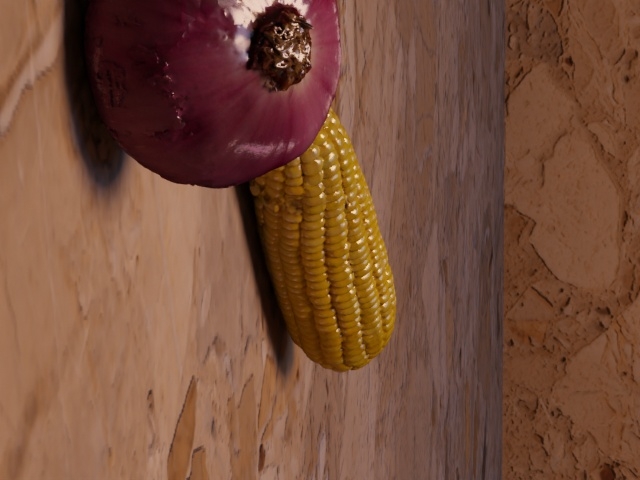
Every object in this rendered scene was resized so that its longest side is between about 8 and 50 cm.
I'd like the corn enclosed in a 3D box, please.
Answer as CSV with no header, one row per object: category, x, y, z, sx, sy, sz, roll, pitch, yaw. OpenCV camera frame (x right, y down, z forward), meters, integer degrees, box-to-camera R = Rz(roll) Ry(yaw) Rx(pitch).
corn,0.000,0.000,1.045,0.206,0.067,0.067,74,19,-49

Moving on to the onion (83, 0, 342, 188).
onion,-0.044,-0.079,0.747,0.104,0.115,0.115,21,-61,53
